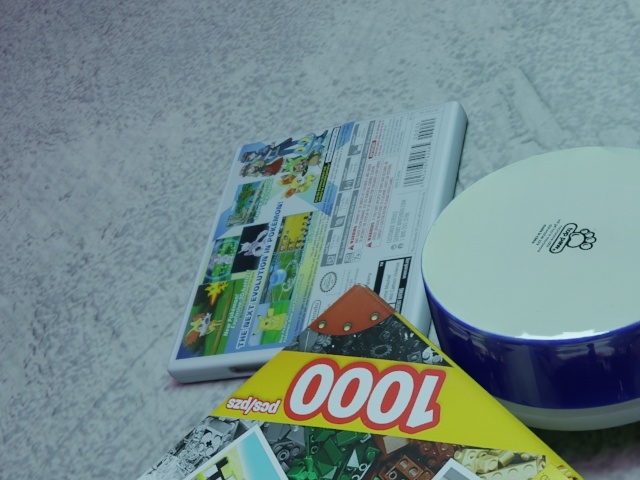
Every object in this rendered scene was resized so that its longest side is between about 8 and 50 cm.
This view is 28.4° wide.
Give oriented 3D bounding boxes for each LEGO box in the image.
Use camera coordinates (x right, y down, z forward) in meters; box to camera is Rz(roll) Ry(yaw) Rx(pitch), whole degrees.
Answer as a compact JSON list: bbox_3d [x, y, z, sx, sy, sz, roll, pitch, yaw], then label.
[{"bbox_3d":[0.060,0.316,0.926,0.372,0.193,0.500,-42,40,-6],"label":"LEGO box"}]

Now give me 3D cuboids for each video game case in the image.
[{"bbox_3d":[0.000,0.000,1.390,0.300,0.036,0.329,-9,48,29],"label":"video game case"}]

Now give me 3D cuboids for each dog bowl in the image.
[{"bbox_3d":[0.224,0.034,1.095,0.265,0.104,0.265,-13,36,10],"label":"dog bowl"}]
